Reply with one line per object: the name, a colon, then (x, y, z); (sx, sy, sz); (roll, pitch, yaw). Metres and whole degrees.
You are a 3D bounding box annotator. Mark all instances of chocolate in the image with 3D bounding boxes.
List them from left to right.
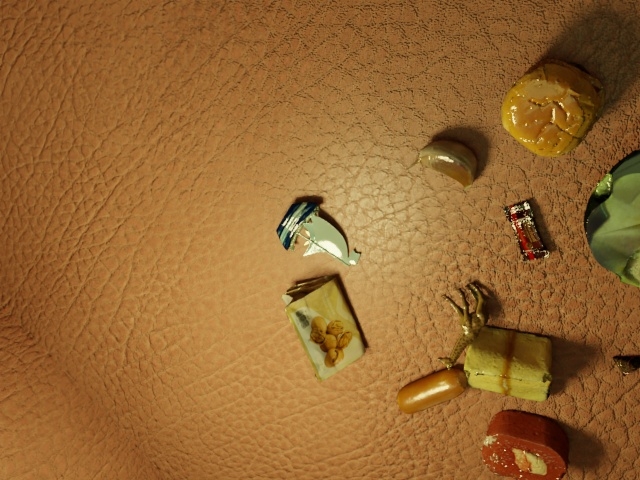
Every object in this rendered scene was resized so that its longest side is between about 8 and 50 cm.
chocolate: (0.597, -0.024, 1.759); (0.086, 0.028, 0.183); (-19, 105, 38)

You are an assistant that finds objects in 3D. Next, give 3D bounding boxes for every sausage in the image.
sausage: (0.379, 0.513, 2.080); (0.274, 0.105, 0.105); (-33, 98, 34)

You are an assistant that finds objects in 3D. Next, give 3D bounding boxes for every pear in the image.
pear: (0.872, -0.075, 1.526); (0.398, 0.165, 0.399); (10, 119, 19)

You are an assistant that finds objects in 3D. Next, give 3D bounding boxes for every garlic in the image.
garlic: (0.351, -0.224, 1.737); (0.198, 0.091, 0.129); (17, 133, 11)

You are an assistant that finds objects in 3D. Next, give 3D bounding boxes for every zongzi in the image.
zongzi: (0.912, 0.367, 1.788); (0.083, 0.073, 0.067); (-30, 82, 31)

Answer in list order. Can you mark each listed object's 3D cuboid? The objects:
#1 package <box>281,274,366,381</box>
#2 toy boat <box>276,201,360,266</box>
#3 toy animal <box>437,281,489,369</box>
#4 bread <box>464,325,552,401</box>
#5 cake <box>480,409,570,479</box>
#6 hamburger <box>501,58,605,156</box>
package: (-0.005, 0.296, 2.138); (0.165, 0.221, 0.312); (16, 133, 64)
toy boat: (0.000, 0.000, 2.020); (0.291, 0.067, 0.221); (34, 123, 2)
toy animal: (0.445, 0.265, 1.885); (0.148, 0.054, 0.276); (4, 84, 4)
bread: (0.586, 0.432, 1.905); (0.263, 0.198, 0.236); (7, 125, 23)
cake: (0.674, 0.681, 2.006); (0.282, 0.151, 0.177); (6, 121, 27)
hamburger: (0.582, -0.331, 1.529); (0.244, 0.163, 0.245); (9, 117, 18)
